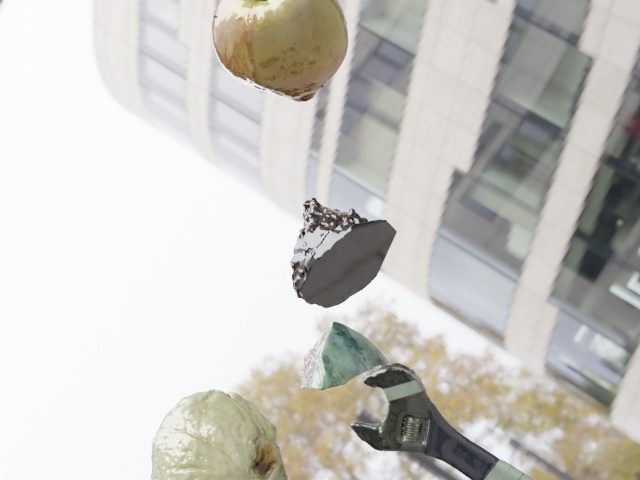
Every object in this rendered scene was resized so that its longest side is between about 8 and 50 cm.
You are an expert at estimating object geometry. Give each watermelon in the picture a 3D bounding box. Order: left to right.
[{"bbox_3d":[0.017,0.149,1.571,0.094,0.081,0.180,-40,-10,5],"label":"watermelon"}]

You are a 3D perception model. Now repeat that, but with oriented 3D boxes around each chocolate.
[{"bbox_3d":[0.000,0.000,2.530,0.206,0.177,0.224,-15,-40,-37],"label":"chocolate"}]

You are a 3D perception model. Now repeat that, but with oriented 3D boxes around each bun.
[{"bbox_3d":[-0.115,0.297,1.677,0.220,0.134,0.220,25,-121,-53],"label":"bun"}]

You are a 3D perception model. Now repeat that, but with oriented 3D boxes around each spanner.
[{"bbox_3d":[0.167,0.231,1.245,0.087,0.316,0.024,-58,-9,11],"label":"spanner"}]

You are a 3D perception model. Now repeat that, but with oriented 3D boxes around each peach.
[{"bbox_3d":[-0.058,-0.314,2.082,0.232,0.232,0.232,-46,-24,-27],"label":"peach"}]
